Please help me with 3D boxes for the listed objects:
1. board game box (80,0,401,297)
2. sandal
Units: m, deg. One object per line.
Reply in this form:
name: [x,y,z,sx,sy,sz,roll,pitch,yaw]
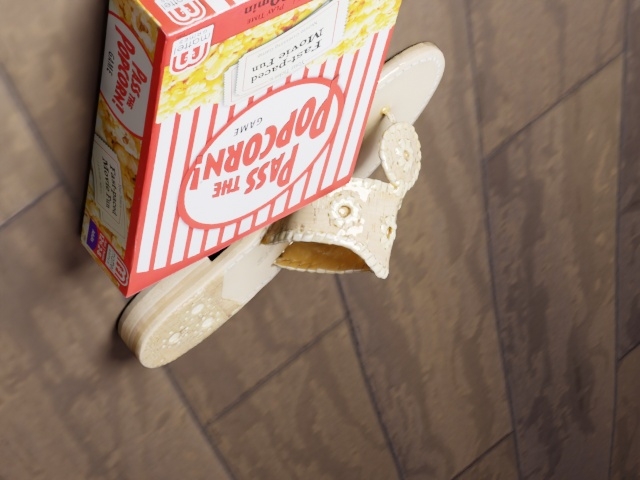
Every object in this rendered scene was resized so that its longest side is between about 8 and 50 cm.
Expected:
board game box: [-0.037,-0.072,0.926,0.147,0.045,0.193,-28,154,-28]
sandal: [0.002,0.002,1.072,0.240,0.079,0.088,-42,157,1]
